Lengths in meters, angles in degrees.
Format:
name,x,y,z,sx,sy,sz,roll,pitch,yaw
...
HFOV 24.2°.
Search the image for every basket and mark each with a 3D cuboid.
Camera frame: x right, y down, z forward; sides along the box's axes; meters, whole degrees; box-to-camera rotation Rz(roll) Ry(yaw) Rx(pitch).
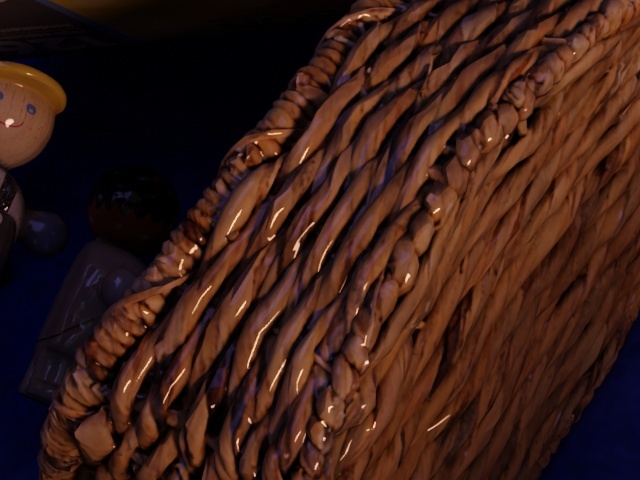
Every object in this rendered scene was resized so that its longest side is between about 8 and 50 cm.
name,x,y,z,sx,sy,sz,roll,pitch,yaw
basket,0.000,0.000,0.662,0.223,0.213,0.299,22,64,33

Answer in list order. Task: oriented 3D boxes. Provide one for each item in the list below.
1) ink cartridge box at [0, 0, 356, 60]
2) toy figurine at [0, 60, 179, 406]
name,x,y,z,sx,sy,sz,roll,pitch,yaw
ink cartridge box,-0.083,-0.149,0.802,0.303,0.307,0.072,-5,83,19
toy figurine,-0.189,-0.017,0.752,0.209,0.213,0.148,12,74,29
